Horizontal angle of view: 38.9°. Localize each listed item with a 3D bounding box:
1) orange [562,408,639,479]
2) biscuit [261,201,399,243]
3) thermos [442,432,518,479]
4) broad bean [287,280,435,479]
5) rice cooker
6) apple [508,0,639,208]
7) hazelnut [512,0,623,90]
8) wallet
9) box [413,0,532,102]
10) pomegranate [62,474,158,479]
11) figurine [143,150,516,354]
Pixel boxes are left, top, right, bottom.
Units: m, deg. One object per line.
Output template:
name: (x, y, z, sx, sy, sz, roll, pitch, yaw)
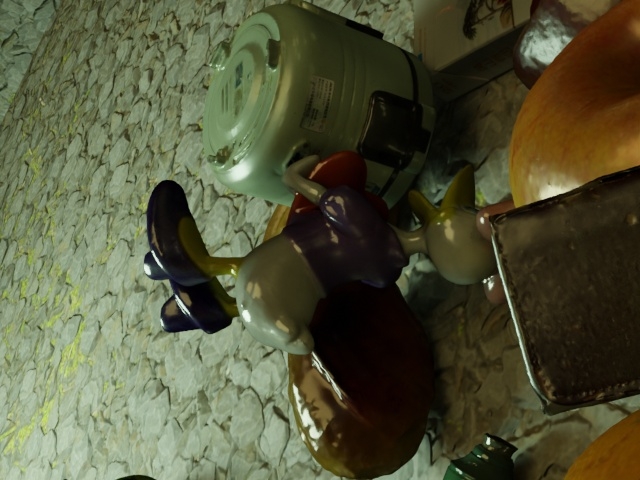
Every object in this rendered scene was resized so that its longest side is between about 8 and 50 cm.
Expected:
orange: (0.260, 0.215, 0.476, 0.312, 0.312, 0.312, -29, 50, 40)
biscuit: (-0.001, 0.000, 1.159, 0.262, 0.037, 0.262, -28, 50, 40)
thermos: (0.127, 0.266, 0.812, 0.083, 0.073, 0.187, 23, 89, 56)
broad bean: (0.042, 0.139, 0.956, 0.122, 0.156, 0.228, 91, 172, -62)
rice cooker: (0.005, -0.139, 1.015, 0.226, 0.244, 0.226, -34, 47, 47)
apple: (0.285, -0.059, 0.632, 0.299, 0.275, 0.299, -35, 40, 36)
hazelnut: (0.275, -0.209, 0.819, 0.160, 0.170, 0.201, 29, 84, 31)
wallet: (0.214, 0.009, 0.482, 0.232, 0.031, 0.121, -17, 78, 16)
box: (0.208, -0.271, 1.021, 0.233, 0.067, 0.149, -23, 52, 43)
pomegranate: (-0.261, 0.366, 1.154, 0.131, 0.191, 0.152, -40, 42, 7)
figurine: (0.025, 0.012, 0.869, 0.421, 0.154, 0.193, -14, 47, 10)
